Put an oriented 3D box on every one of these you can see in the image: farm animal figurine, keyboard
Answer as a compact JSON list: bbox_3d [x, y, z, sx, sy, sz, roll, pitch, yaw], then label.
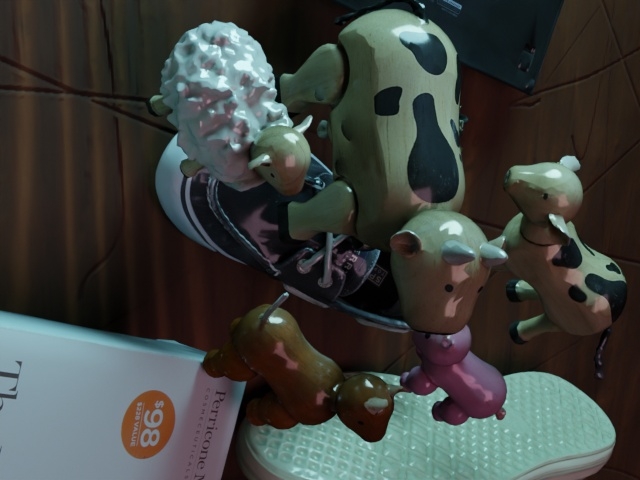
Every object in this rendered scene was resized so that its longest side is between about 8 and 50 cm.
[{"bbox_3d":[0.076,-0.016,0.892,0.330,0.172,0.326,-17,90,-39],"label":"farm animal figurine"},{"bbox_3d":[0.081,-0.179,1.038,0.317,0.033,0.201,16,94,-45],"label":"keyboard"}]

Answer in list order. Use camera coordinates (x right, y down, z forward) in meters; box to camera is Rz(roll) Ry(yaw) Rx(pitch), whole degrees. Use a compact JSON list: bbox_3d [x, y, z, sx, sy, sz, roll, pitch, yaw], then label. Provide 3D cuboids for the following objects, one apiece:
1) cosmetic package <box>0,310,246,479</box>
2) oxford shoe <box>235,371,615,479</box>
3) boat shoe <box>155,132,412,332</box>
[{"bbox_3d":[-0.216,0.235,0.818,0.284,0.097,0.377,16,88,-49],"label":"cosmetic package"},{"bbox_3d":[0.102,0.208,1.181,0.449,0.169,0.130,4,129,-44],"label":"oxford shoe"},{"bbox_3d":[0.000,0.000,1.005,0.301,0.102,0.108,36,86,-47],"label":"boat shoe"}]
